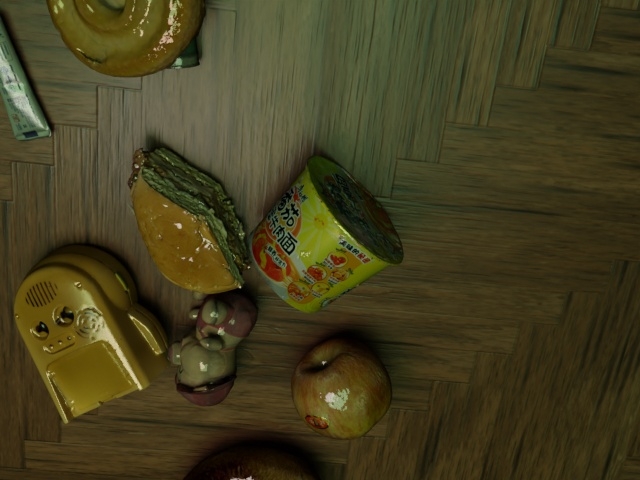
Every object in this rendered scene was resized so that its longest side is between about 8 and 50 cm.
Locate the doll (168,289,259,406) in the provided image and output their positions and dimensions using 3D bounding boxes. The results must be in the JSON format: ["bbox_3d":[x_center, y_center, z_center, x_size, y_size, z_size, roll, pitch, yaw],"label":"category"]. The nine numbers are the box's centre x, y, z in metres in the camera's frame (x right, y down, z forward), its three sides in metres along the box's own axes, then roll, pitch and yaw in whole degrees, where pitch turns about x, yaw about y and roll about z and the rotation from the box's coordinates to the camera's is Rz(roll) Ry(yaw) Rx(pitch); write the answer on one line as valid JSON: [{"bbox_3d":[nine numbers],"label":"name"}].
[{"bbox_3d":[-0.228,0.220,1.518,0.152,0.196,0.256,18,104,10],"label":"doll"}]

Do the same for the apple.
[{"bbox_3d":[0.045,0.311,1.548,0.211,0.211,0.188,-26,111,9],"label":"apple"}]

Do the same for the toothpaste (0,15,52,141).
[{"bbox_3d":[-0.574,-0.311,1.360,0.069,0.047,0.269,-20,115,-14],"label":"toothpaste"}]

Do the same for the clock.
[{"bbox_3d":[-0.473,0.171,1.491,0.244,0.200,0.317,-25,103,10],"label":"clock"}]

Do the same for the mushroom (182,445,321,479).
[{"bbox_3d":[-0.164,0.604,1.674,0.345,0.239,0.345,-3,99,-18],"label":"mushroom"}]

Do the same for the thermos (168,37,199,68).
[{"bbox_3d":[-0.262,-0.407,1.322,0.073,0.083,0.188,-20,118,-40],"label":"thermos"}]

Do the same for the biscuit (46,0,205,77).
[{"bbox_3d":[-0.341,-0.422,1.250,0.296,0.102,0.297,7,110,19],"label":"biscuit"}]

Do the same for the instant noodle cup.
[{"bbox_3d":[0.000,0.000,1.406,0.200,0.264,0.264,-40,108,21],"label":"instant noodle cup"}]

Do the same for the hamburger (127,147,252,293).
[{"bbox_3d":[-0.255,-0.025,1.436,0.282,0.155,0.245,22,117,-5],"label":"hamburger"}]
